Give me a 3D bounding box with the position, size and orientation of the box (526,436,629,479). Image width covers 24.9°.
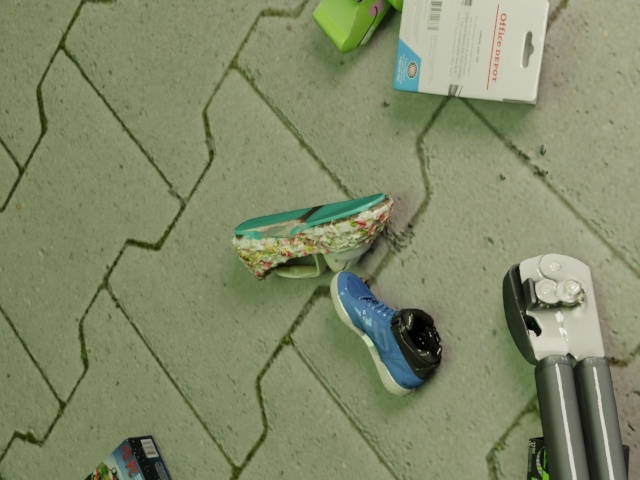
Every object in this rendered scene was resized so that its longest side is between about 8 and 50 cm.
[{"bbox_3d":[0.245,0.222,1.383,0.083,0.052,0.062,4,92,41],"label":"box"}]

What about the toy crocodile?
[{"bbox_3d":[0.094,-0.339,1.490,0.340,0.105,0.115,-50,58,31],"label":"toy crocodile"}]

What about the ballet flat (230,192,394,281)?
[{"bbox_3d":[0.000,0.000,1.602,0.241,0.091,0.077,-9,107,47],"label":"ballet flat"}]

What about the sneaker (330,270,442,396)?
[{"bbox_3d":[0.074,0.081,1.535,0.084,0.058,0.152,-45,65,39],"label":"sneaker"}]

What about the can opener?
[{"bbox_3d":[0.231,0.139,1.350,0.093,0.074,0.280,113,155,-56],"label":"can opener"}]

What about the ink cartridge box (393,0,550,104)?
[{"bbox_3d":[0.164,-0.192,1.455,0.180,0.060,0.104,12,97,42],"label":"ink cartridge box"}]

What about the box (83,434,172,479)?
[{"bbox_3d":[-0.225,0.385,1.817,0.159,0.044,0.233,-45,61,33],"label":"box"}]
